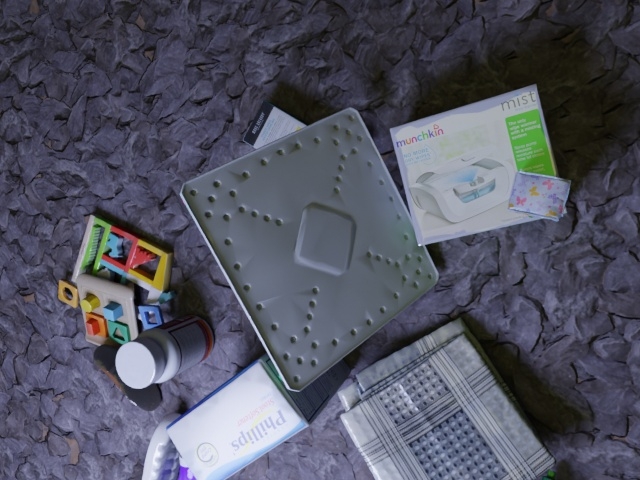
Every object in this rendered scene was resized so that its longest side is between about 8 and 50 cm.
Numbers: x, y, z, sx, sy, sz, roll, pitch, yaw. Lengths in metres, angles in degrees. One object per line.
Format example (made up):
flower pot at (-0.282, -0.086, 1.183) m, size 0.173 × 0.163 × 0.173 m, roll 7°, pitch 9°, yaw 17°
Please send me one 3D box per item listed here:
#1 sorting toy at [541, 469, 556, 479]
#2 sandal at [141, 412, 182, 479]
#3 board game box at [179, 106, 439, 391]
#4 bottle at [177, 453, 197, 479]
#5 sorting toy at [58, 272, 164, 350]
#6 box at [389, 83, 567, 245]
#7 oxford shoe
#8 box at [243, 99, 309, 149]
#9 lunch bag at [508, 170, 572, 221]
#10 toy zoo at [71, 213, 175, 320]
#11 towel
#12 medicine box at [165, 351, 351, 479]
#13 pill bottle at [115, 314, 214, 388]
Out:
sorting toy at (0.296, 0.447, 1.018) m, size 0.366 × 0.127 × 0.126 m, roll 14°, pitch 76°, yaw 20°
sandal at (-0.433, 0.614, 1.244) m, size 0.102 × 0.169 × 0.416 m, roll 18°, pitch 88°, yaw 14°
board game box at (0.000, 0.000, 0.924) m, size 0.050 × 0.390 × 0.389 m, roll -15°, pitch 105°, yaw 60°
bottle at (-0.295, 0.652, 1.231) m, size 0.118 × 0.092 × 0.282 m, roll -3°, pitch 94°, yaw 20°
sorting toy at (-0.545, 0.194, 1.278) m, size 0.348 × 0.047 × 0.196 m, roll 13°, pitch 114°, yaw 21°
box at (0.291, -0.134, 0.947) m, size 0.262 × 0.127 × 0.231 m, roll -13°, pitch 92°, yaw 20°
oxford shoe at (-0.490, 0.351, 1.295) m, size 0.212 × 0.076 × 0.076 m, roll 46°, pitch 148°, yaw 0°
box at (-0.038, -0.196, 1.087) m, size 0.244 × 0.060 × 0.100 m, roll 34°, pitch 103°, yaw 13°
lunch bag at (0.361, -0.073, 0.835) m, size 0.083 × 0.053 × 0.071 m, roll 14°, pitch 98°, yaw 27°
toy zoo at (-0.486, 0.077, 1.281) m, size 0.293 × 0.030 × 0.192 m, roll 24°, pitch 102°, yaw 15°
towel at (0.223, 0.353, 0.969) m, size 0.312 × 0.056 × 0.324 m, roll -33°, pitch 66°, yaw 5°
medicine box at (-0.112, 0.322, 1.035) m, size 0.263 × 0.289 × 0.149 m, roll -39°, pitch 82°, yaw 18°
pill bottle at (-0.347, 0.248, 1.146) m, size 0.121 × 0.221 × 0.121 m, roll 2°, pitch 95°, yaw 19°
